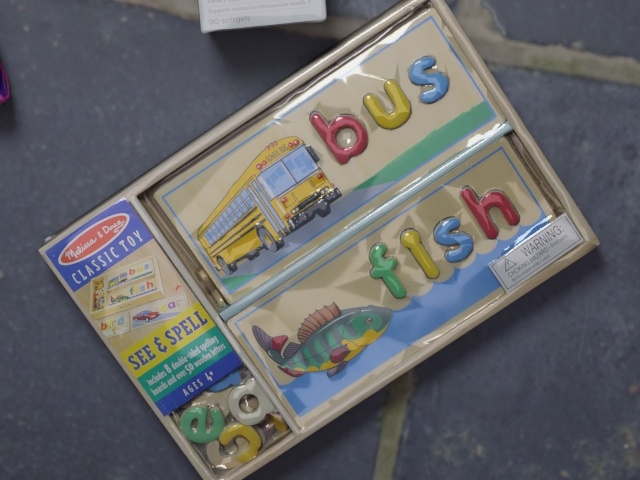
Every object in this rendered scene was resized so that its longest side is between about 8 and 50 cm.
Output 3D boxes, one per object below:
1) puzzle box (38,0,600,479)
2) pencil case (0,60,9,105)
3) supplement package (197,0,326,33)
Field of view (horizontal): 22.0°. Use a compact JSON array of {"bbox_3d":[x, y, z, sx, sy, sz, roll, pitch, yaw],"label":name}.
[{"bbox_3d":[0.000,0.000,1.421,0.409,0.052,0.272,-34,99,4],"label":"puzzle box"},{"bbox_3d":[-0.379,-0.115,1.362,0.236,0.104,0.104,-24,100,1],"label":"pencil case"},{"bbox_3d":[-0.055,-0.265,1.344,0.105,0.105,0.179,-6,100,-1],"label":"supplement package"}]
